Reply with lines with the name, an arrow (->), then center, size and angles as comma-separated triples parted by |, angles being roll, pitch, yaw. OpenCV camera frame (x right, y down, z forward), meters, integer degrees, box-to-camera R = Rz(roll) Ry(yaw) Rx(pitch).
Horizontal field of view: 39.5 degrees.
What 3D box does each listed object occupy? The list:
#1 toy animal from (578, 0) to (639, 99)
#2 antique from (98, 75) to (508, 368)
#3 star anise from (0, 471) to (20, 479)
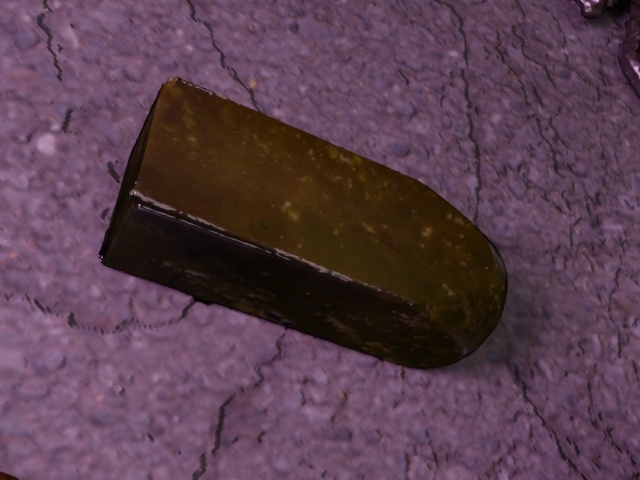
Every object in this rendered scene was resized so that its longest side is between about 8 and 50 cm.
toy animal -> 0.299, -0.176, 0.711 | 0.233, 0.084, 0.148 | 13, 62, -16
antique -> 0.000, 0.000, 0.493 | 0.221, 0.080, 0.081 | 20, 60, -16
star anise -> -0.190, 0.123, 0.363 | 0.168, 0.057, 0.167 | 9, 66, -21
